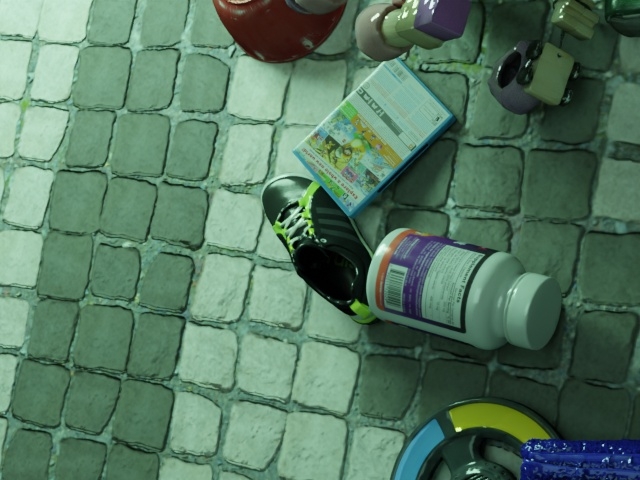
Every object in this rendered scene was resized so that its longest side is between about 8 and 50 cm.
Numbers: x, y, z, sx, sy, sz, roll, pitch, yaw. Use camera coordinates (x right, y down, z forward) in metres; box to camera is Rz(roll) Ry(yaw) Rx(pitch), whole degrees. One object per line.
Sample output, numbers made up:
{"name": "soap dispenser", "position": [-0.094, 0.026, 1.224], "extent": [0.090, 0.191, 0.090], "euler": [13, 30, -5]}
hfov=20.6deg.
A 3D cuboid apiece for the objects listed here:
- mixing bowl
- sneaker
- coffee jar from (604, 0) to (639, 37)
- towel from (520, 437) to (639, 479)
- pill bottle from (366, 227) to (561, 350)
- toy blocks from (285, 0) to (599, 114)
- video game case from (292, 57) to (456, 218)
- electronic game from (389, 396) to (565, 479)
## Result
{"name": "mixing bowl", "position": [-0.065, -0.312, 2.113], "extent": [0.181, 0.098, 0.181], "euler": [-6, 78, 30]}
{"name": "sneaker", "position": [0.000, 0.000, 2.010], "extent": [0.084, 0.097, 0.234], "euler": [-49, 60, 14]}
{"name": "coffee jar", "position": [0.345, -0.313, 1.861], "extent": [0.079, 0.096, 0.184], "euler": [-3, 79, 28]}
{"name": "towel", "position": [0.340, 0.305, 1.731], "extent": [0.308, 0.076, 0.227], "euler": [-3, 78, 23]}
{"name": "pill bottle", "position": [0.156, 0.057, 1.897], "extent": [0.193, 0.108, 0.108], "euler": [15, 88, 32]}
{"name": "toy blocks", "position": [0.128, -0.319, 1.957], "extent": [0.260, 0.309, 0.288], "euler": [-4, 63, 64]}
{"name": "video game case", "position": [0.061, -0.121, 2.032], "extent": [0.166, 0.015, 0.119], "euler": [-44, 61, 7]}
{"name": "electronic game", "position": [0.173, 0.281, 1.878], "extent": [0.229, 0.048, 0.229], "euler": [-7, 77, 30]}
